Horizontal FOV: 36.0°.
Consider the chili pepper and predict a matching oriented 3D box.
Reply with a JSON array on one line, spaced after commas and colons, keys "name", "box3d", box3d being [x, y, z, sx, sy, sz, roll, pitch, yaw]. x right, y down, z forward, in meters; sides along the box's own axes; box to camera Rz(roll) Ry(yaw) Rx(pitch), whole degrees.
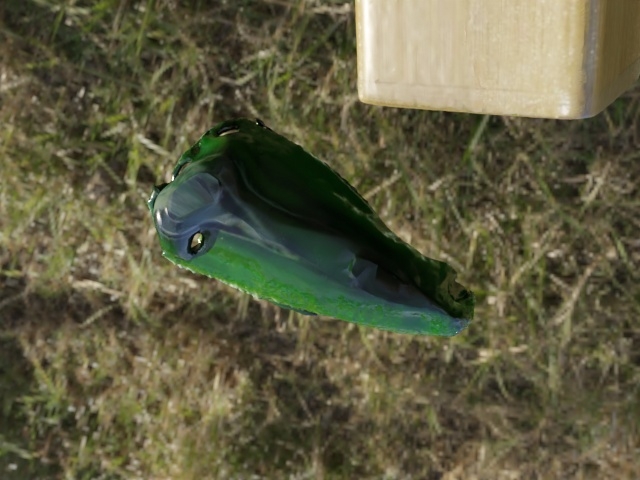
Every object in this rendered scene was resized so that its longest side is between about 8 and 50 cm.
[{"name": "chili pepper", "box3d": [-0.001, 0.000, 0.624, 0.216, 0.108, 0.062, 24, -176, -3]}]

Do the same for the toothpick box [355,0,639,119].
[{"name": "toothpick box", "box3d": [0.110, -0.239, 0.574, 0.188, 0.190, 0.308, 8, 113, 26]}]
